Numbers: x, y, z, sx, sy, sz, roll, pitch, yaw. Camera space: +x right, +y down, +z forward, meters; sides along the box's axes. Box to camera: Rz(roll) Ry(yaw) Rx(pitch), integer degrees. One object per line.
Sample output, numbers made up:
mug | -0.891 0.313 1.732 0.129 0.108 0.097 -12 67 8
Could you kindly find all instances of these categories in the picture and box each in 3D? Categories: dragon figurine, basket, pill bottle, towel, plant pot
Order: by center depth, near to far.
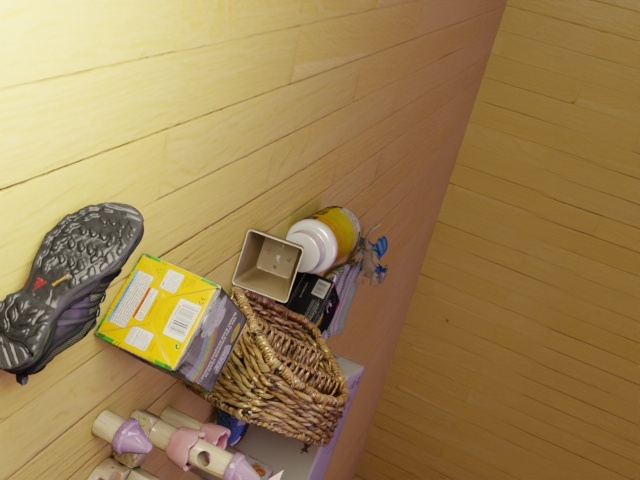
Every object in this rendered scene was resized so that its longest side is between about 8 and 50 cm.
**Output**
plant pot | -0.089 0.038 1.301 0.096 0.109 0.109 -51 160 -76
basket | -0.060 0.243 1.314 0.299 0.213 0.223 38 74 -49
pill bottle | 0.000 0.000 1.488 0.215 0.117 0.117 -32 141 -64
towel | 0.043 0.183 1.993 0.325 0.038 0.248 -9 119 -71
dragon figurine | 0.146 0.034 2.001 0.144 0.085 0.289 -71 160 -48

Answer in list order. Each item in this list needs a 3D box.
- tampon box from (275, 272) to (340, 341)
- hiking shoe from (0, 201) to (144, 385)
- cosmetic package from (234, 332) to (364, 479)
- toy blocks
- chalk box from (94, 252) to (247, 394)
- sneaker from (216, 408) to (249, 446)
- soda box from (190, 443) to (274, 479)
tampon box | -0.029 0.154 1.618 0.120 0.101 0.161 -62 163 -17
hiking shoe | -0.282 0.054 0.781 0.227 0.086 0.114 -53 172 -25
cosmetic package | -0.095 0.460 1.591 0.453 0.230 0.161 -70 163 6
toy blocks | -0.234 0.430 1.063 0.288 0.260 0.309 -65 163 -8
chalk box | -0.202 0.131 1.012 0.132 0.132 0.213 -63 164 -18
sneaker | -0.184 0.331 1.437 0.081 0.080 0.211 7 99 -60
soda box | -0.186 0.444 1.359 0.058 0.183 0.063 -44 152 -54
